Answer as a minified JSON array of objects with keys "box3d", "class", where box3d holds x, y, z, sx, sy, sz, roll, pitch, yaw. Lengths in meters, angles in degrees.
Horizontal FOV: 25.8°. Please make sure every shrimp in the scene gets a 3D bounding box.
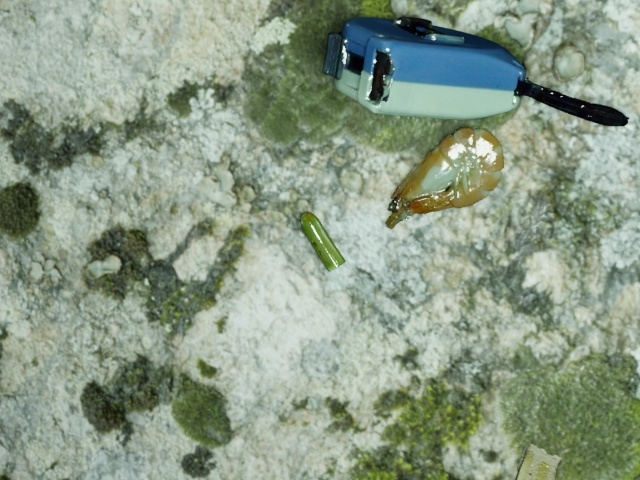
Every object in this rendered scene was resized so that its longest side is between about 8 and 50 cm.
[{"box3d":[0.150,-0.071,1.758,0.184,0.043,0.091,-33,92,21],"class":"shrimp"}]

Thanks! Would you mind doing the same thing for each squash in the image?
[{"box3d":[0.000,0.000,1.833,0.027,0.027,0.083,-33,87,22],"class":"squash"}]

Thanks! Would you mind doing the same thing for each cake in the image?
[{"box3d":[0.267,0.302,1.747,0.052,0.121,0.065,24,100,9],"class":"cake"}]

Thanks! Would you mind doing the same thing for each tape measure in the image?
[{"box3d":[0.182,-0.201,1.678,0.351,0.215,0.098,4,107,-26],"class":"tape measure"}]
